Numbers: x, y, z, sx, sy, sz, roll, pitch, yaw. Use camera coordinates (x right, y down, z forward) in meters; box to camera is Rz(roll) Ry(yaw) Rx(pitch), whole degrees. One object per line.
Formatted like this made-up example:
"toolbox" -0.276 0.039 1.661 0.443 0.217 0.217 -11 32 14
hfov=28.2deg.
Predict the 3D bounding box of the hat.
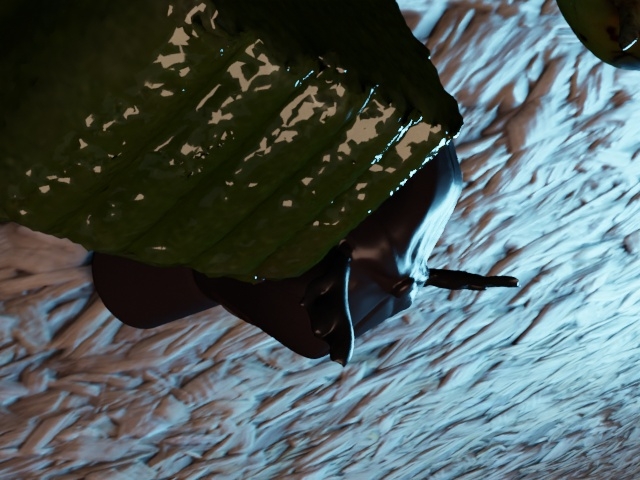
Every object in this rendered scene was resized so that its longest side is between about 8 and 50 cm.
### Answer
"hat" -0.006 0.032 1.010 0.336 0.209 0.238 -37 156 21

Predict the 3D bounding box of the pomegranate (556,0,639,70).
"pomegranate" 0.268 -0.197 0.921 0.220 0.156 0.156 -12 150 -34

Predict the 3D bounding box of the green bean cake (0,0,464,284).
"green bean cake" -0.080 -0.118 0.614 0.156 0.250 0.247 -40 152 23
